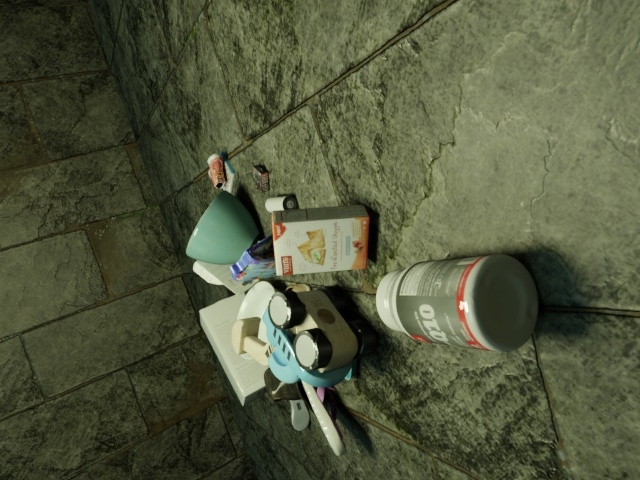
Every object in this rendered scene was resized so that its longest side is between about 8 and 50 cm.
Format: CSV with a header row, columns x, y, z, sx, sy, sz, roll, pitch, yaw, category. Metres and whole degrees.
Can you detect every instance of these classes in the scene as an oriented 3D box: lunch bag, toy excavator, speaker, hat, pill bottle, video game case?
x,y,z,sx,sy,sz,roll,pitch,yaw,category
-0.121,0.044,1.314,0.138,0.293,0.221,65,152,7,lunch bag
-0.107,0.315,1.408,0.433,0.222,0.445,51,126,34,toy excavator
-0.128,-0.116,1.476,0.136,0.055,0.055,6,113,59,speaker
-0.145,0.554,1.795,0.331,0.134,0.331,157,90,-82,hat
0.239,0.116,0.861,0.283,0.161,0.161,-14,96,62,pill bottle
-0.393,-0.268,1.891,0.119,0.015,0.166,58,151,20,video game case

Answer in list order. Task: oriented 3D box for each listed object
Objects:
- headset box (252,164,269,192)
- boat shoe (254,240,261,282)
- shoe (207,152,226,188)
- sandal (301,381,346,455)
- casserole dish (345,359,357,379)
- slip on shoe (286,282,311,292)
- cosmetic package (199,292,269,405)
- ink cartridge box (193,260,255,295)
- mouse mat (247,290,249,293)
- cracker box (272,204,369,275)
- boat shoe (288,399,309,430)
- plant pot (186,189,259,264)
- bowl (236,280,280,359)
x,y,z,sx,sy,sz,roll,pitch,yaw,category
-0.204,-0.216,1.569,0.062,0.032,0.083,44,145,39,headset box
-0.214,0.086,1.742,0.219,0.070,0.077,112,150,-46,boat shoe
-0.410,-0.275,1.837,0.081,0.063,0.178,62,157,11,shoe
0.018,0.579,1.647,0.416,0.102,0.169,-124,13,-50,sandal
0.077,0.357,1.452,0.114,0.037,0.188,42,141,42,casserole dish
-0.077,0.175,1.597,0.135,0.041,0.051,9,116,59,slip on shoe
-0.358,0.490,2.109,0.453,0.230,0.161,56,152,23,cosmetic package
-0.362,0.126,1.842,0.232,0.189,0.066,39,131,13,ink cartridge box
-0.288,0.327,2.121,0.190,0.007,0.152,26,130,54,mouse mat
0.000,0.000,1.134,0.067,0.232,0.155,-101,8,-56,cracker box
-0.104,0.717,1.987,0.076,0.080,0.228,-130,25,-65,boat shoe
-0.351,-0.021,1.760,0.195,0.290,0.290,29,147,-2,plant pot
-0.196,0.313,1.749,0.298,0.134,0.298,-31,50,45,bowl
